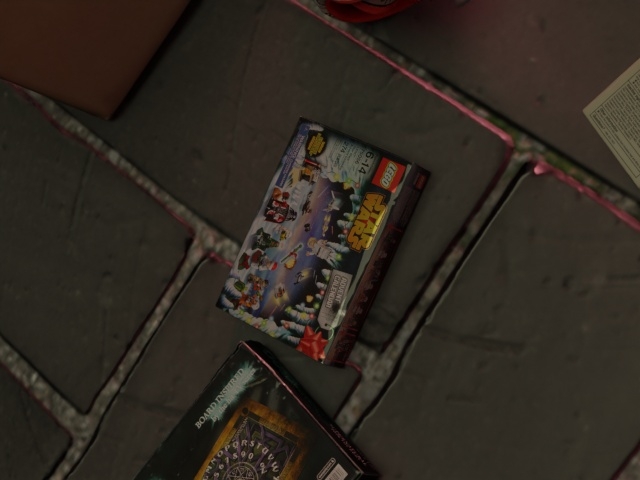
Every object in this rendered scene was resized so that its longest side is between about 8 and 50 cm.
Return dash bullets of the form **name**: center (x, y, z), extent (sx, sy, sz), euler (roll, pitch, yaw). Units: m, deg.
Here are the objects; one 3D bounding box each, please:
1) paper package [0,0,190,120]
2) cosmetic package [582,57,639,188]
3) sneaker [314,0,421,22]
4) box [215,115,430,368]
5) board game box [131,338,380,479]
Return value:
- **paper package**: center (-0.197, -0.273, 0.892), extent (0.168, 0.325, 0.309), euler (41, 102, 32)
- **cosmetic package**: center (0.206, -0.084, 0.752), extent (0.115, 0.041, 0.060), euler (-43, 66, 29)
- **sneaker**: center (0.053, -0.223, 0.800), extent (0.270, 0.090, 0.145), euler (139, 125, -67)
- **box**: center (0.000, 0.000, 0.881), extent (0.094, 0.027, 0.137), euler (25, 92, 32)
- **board game box**: center (-0.062, 0.172, 0.879), extent (0.186, 0.026, 0.126), euler (-51, 58, 12)
